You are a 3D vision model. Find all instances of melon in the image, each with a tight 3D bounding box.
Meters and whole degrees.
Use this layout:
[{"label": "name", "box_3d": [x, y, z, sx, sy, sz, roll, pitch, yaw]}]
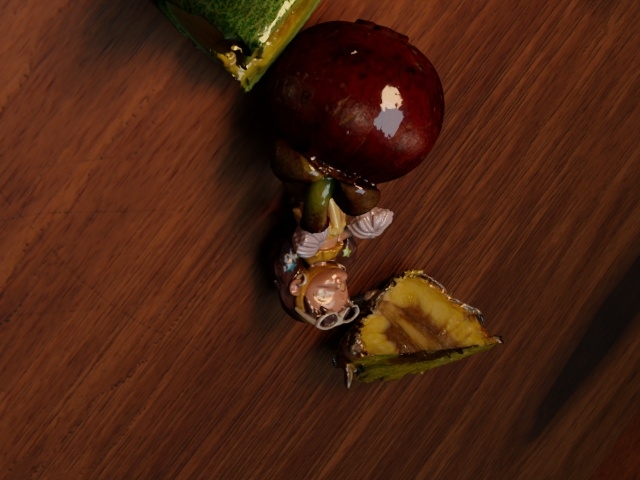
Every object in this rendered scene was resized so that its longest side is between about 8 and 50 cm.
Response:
[{"label": "melon", "box_3d": [-0.068, -0.263, 1.039, 0.169, 0.129, 0.265, -50, -177, -3]}]

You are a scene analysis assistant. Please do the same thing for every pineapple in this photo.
[{"label": "pineapple", "box_3d": [0.108, 0.139, 1.609, 0.334, 0.158, 0.161, -9, 163, -39]}]

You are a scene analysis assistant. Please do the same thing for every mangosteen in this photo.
[{"label": "mangosteen", "box_3d": [0.027, -0.132, 1.210, 0.215, 0.215, 0.257, 10, 108, -51]}]

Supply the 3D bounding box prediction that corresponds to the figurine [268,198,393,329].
[{"label": "figurine", "box_3d": [-0.001, 0.001, 1.368, 0.174, 0.116, 0.240, -18, 124, -42]}]
